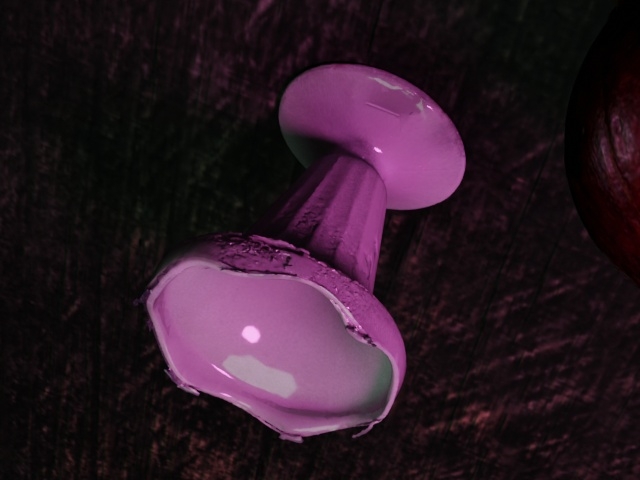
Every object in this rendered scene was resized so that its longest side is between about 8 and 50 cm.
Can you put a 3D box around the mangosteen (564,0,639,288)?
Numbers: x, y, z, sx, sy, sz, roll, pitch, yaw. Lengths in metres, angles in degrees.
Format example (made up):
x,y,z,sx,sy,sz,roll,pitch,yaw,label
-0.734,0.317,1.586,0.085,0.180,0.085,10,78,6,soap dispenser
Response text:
x,y,z,sx,sy,sz,roll,pitch,yaw,label
0.218,-0.073,0.918,0.216,0.216,0.216,17,143,13,mangosteen

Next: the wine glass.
x,y,z,sx,sy,sz,roll,pitch,yaw,label
0.000,0.000,1.143,0.165,0.196,0.165,17,146,12,wine glass
